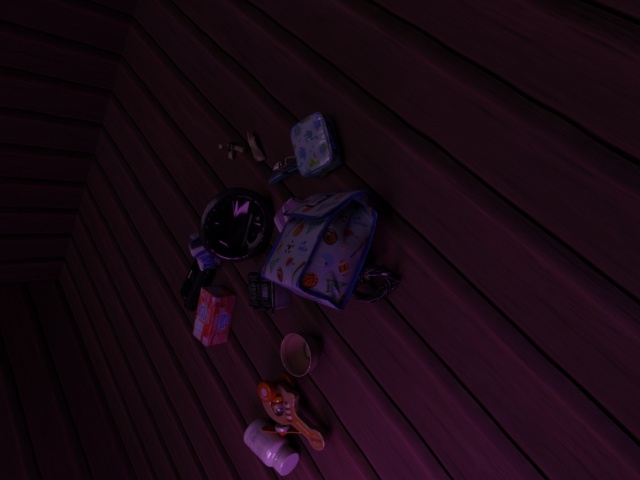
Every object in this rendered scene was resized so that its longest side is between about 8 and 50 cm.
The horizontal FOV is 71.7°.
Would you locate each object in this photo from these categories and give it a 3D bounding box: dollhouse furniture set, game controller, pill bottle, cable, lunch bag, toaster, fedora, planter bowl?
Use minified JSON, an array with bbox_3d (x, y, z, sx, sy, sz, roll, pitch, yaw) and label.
[{"bbox_3d":[-0.395,-0.392,2.019,0.114,0.091,0.081,27,124,36],"label":"dollhouse furniture set"},{"bbox_3d":[-0.636,0.210,2.274,0.319,0.067,0.166,-58,41,26],"label":"game controller"},{"bbox_3d":[-0.202,0.853,1.836,0.229,0.131,0.131,25,108,39],"label":"pill bottle"},{"bbox_3d":[0.165,0.149,1.474,0.184,0.151,0.047,-40,37,36],"label":"cable"},{"bbox_3d":[-0.013,-0.352,1.651,0.176,0.090,0.218,-23,75,38],"label":"lunch bag"},{"bbox_3d":[-0.215,0.211,1.842,0.168,0.110,0.185,-4,88,43],"label":"toaster"},{"bbox_3d":[0.000,0.000,1.502,0.328,0.239,0.385,9,70,61],"label":"lunch bag"},{"bbox_3d":[-0.364,-0.077,1.912,0.152,0.334,0.333,-122,46,-67],"label":"fedora"},{"bbox_3d":[-0.059,0.429,1.707,0.162,0.109,0.161,3,94,43],"label":"planter bowl"}]

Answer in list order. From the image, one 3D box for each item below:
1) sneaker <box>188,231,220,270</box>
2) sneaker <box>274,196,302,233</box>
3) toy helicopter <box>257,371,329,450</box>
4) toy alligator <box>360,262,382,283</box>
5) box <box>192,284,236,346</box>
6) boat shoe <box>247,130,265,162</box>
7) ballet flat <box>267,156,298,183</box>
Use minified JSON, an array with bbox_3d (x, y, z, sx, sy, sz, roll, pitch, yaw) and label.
[{"bbox_3d":[-0.529,0.061,2.083,0.315,0.128,0.182,-143,35,-70],"label":"sneaker"},{"bbox_3d":[-0.074,-0.050,1.715,0.161,0.102,0.282,-49,60,28],"label":"sneaker"},{"bbox_3d":[-0.111,0.708,1.750,0.355,0.140,0.234,29,112,36],"label":"toy helicopter"},{"bbox_3d":[0.152,0.126,1.548,0.190,0.056,0.051,-24,117,39],"label":"toy alligator"},{"bbox_3d":[-0.504,0.353,2.102,0.128,0.123,0.256,25,108,39],"label":"box"},{"bbox_3d":[-0.283,-0.412,1.933,0.056,0.048,0.152,84,167,-69],"label":"boat shoe"},{"bbox_3d":[-0.137,-0.293,1.784,0.203,0.074,0.074,-20,78,35],"label":"ballet flat"}]
